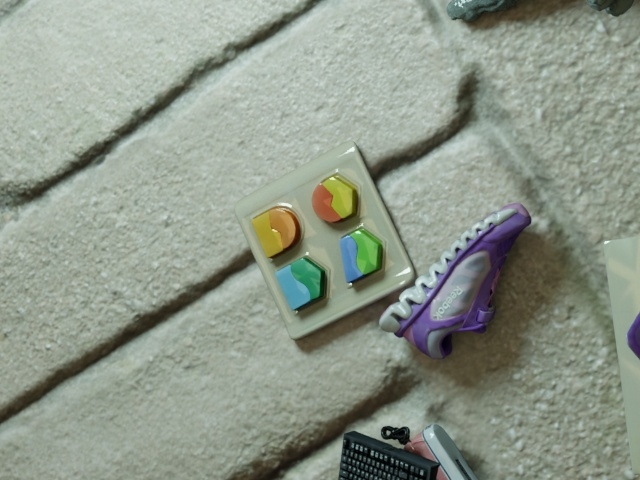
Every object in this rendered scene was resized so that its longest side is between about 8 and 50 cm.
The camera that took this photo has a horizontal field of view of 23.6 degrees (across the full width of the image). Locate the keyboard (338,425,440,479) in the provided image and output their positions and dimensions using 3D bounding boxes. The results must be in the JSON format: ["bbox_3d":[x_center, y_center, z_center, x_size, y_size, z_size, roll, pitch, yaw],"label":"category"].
[{"bbox_3d":[0.082,0.278,1.893,0.180,0.023,0.108,12,90,54],"label":"keyboard"}]

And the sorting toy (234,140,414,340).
[{"bbox_3d":[0.000,0.000,1.981,0.193,0.038,0.208,-28,77,20],"label":"sorting toy"}]

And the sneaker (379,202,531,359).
[{"bbox_3d":[0.184,0.056,1.877,0.104,0.095,0.236,46,110,11],"label":"sneaker"}]

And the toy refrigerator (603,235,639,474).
[{"bbox_3d":[0.392,0.130,1.774,0.094,0.102,0.270,-9,85,22],"label":"toy refrigerator"}]

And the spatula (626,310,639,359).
[{"bbox_3d":[0.439,0.038,1.715,0.084,0.030,0.296,49,67,-14],"label":"spatula"}]

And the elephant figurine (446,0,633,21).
[{"bbox_3d":[0.264,-0.362,1.834,0.239,0.169,0.186,19,66,38],"label":"elephant figurine"}]

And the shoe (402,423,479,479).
[{"bbox_3d":[0.156,0.321,1.889,0.081,0.063,0.178,-39,68,18],"label":"shoe"}]
